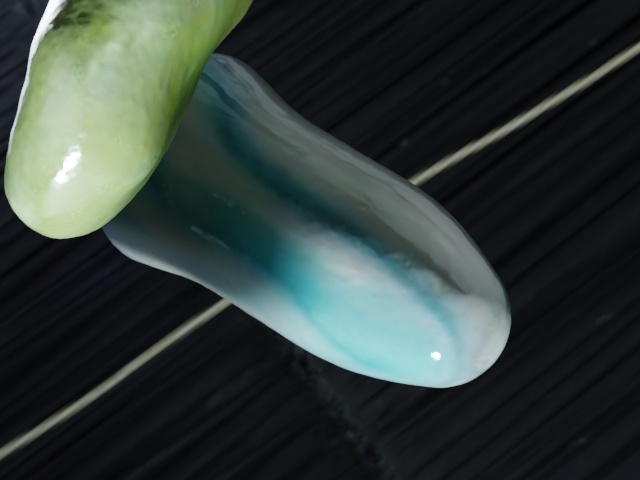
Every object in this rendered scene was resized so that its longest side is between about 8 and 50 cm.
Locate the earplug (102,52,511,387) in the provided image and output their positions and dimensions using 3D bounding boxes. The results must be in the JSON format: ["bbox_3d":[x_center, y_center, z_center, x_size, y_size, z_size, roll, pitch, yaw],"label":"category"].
[{"bbox_3d":[0.000,0.000,0.835,0.324,0.185,0.185,31,160,37],"label":"earplug"}]

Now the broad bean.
[{"bbox_3d":[-0.097,-0.107,0.608,0.100,0.228,0.169,17,174,-1],"label":"broad bean"}]
